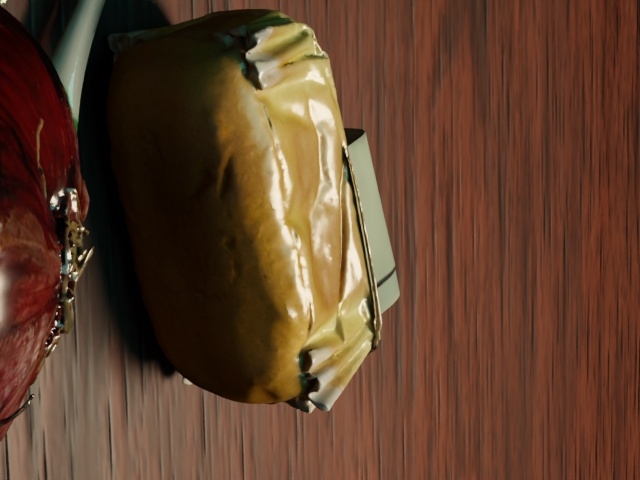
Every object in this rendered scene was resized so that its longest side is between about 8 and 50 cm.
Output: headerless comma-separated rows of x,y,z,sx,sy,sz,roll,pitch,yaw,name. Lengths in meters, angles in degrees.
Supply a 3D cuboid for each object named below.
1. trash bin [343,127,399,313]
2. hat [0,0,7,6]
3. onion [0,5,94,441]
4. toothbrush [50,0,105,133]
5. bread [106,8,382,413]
0.000,0.000,1.076,0.116,0.059,0.130,-35,120,-47,trash bin
-0.192,-0.165,0.815,0.121,0.050,0.121,-9,101,-54,hat
-0.215,-0.012,0.681,0.281,0.281,0.221,-47,172,-38,onion
-0.166,-0.039,0.870,0.040,0.042,0.418,83,24,-71,toothbrush
-0.051,-0.018,0.945,0.107,0.136,0.241,-30,117,-44,bread
